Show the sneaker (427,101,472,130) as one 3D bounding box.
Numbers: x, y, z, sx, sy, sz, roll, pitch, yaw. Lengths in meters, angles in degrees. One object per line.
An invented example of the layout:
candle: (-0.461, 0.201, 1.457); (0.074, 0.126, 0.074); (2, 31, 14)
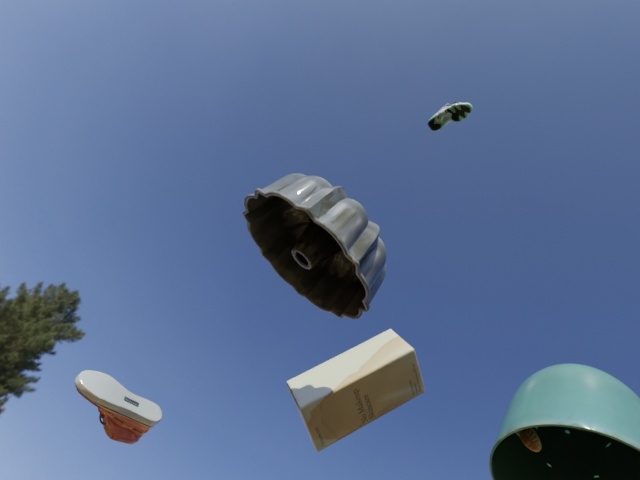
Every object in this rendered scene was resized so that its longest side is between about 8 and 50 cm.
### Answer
sneaker: (0.268, -0.263, 0.814); (0.098, 0.069, 0.038); (-10, -57, 51)

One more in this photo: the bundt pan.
bundt pan: (0.000, 0.000, 0.828); (0.331, 0.124, 0.331); (34, -28, 22)

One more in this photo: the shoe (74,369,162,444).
shoe: (-0.401, 0.323, 0.771); (0.178, 0.063, 0.081); (41, -83, -22)

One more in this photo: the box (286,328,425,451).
box: (0.089, 0.367, 1.016); (0.311, 0.121, 0.148); (-24, -69, -14)

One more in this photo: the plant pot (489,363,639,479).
plant pot: (0.502, 0.385, 0.781); (0.293, 0.235, 0.293); (14, -60, 26)

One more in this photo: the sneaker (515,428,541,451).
sneaker: (0.387, 0.363, 0.751); (0.037, 0.083, 0.032); (41, -85, -13)
